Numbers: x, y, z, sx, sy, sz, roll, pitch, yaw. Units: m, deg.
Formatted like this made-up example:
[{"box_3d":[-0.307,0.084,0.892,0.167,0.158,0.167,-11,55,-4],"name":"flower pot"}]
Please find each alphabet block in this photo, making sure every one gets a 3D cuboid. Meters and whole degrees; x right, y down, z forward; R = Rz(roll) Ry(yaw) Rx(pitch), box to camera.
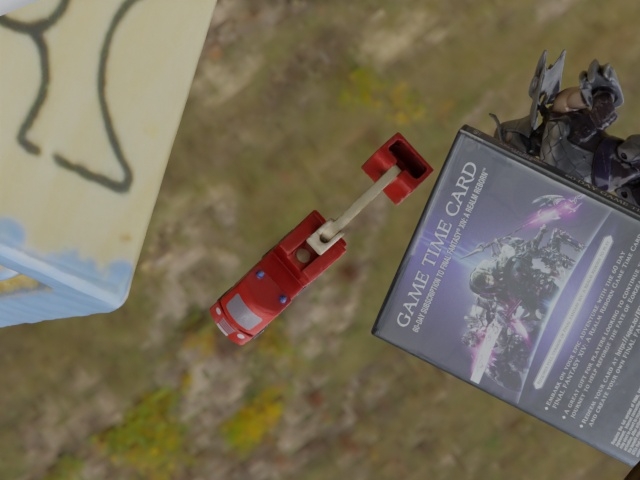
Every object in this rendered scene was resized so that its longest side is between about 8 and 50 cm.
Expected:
[{"box_3d":[-0.188,-0.082,0.866,0.192,0.197,0.193,29,157,-34],"name":"alphabet block"}]

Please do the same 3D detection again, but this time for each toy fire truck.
[{"box_3d":[0.000,0.000,1.475,0.192,0.047,0.135,-44,-179,-36],"name":"toy fire truck"}]

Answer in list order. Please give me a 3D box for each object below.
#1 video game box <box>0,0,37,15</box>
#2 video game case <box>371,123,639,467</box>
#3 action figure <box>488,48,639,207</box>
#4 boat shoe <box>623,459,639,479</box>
[{"box_3d":[-0.175,-0.174,0.703,0.205,0.187,0.048,-22,173,3],"name":"video game box"},{"box_3d":[0.197,0.053,1.394,0.196,0.274,0.026,-68,169,24],"name":"video game case"},{"box_3d":[0.260,-0.058,1.459,0.099,0.285,0.185,-50,146,-40],"name":"action figure"},{"box_3d":[0.186,0.244,1.061,0.341,0.122,0.110,-31,125,-46],"name":"boat shoe"}]
